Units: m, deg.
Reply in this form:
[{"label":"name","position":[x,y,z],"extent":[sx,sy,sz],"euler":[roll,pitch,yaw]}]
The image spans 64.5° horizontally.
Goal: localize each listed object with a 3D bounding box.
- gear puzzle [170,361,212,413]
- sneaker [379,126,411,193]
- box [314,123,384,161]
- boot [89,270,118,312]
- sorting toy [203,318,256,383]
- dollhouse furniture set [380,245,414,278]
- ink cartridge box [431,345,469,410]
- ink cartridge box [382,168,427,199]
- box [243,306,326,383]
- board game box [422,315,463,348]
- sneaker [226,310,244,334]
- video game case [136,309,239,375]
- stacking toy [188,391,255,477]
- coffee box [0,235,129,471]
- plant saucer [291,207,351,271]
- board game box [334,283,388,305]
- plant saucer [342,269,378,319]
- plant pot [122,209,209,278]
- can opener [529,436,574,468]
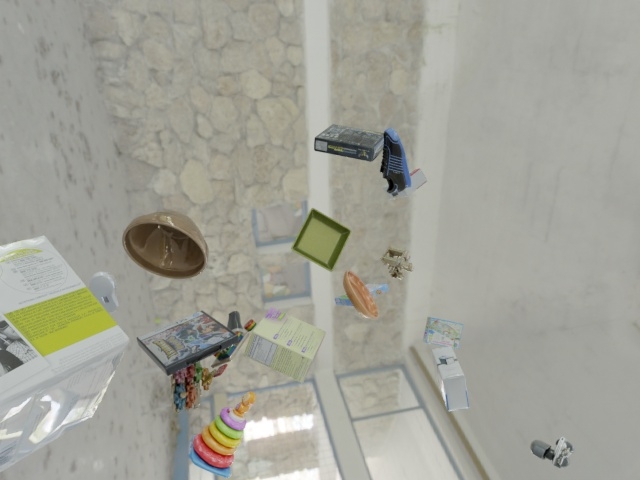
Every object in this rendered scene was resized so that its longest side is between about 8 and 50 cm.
[{"label":"gear puzzle","position":[-0.439,0.503,1.785],"extent":[0.339,0.044,0.176],"euler":[59,24,-75]},{"label":"sneaker","position":[0.251,-0.277,1.794],"extent":[0.081,0.090,0.232],"euler":[-140,-151,-69]},{"label":"box","position":[0.116,-0.368,1.898],"extent":[0.183,0.232,0.059],"euler":[-51,150,-52]},{"label":"boot","position":[-0.862,0.172,2.017],"extent":[0.258,0.095,0.123],"euler":[106,-30,-49]},{"label":"sorting toy","position":[-0.343,0.393,1.837],"extent":[0.132,0.046,0.275],"euler":[-30,-161,43]},{"label":"dollhouse furniture set","position":[0.424,0.123,2.538],"extent":[0.181,0.101,0.161],"euler":[17,-29,45]},{"label":"ink cartridge box","position":[0.462,0.489,1.811],"extent":[0.191,0.082,0.140],"euler":[-93,170,-71]},{"label":"ink cartridge box","position":[0.385,-0.257,2.326],"extent":[0.072,0.127,0.175],"euler":[55,-16,-10]},{"label":"box","position":[-0.129,0.389,1.915],"extent":[0.213,0.242,0.117],"euler":[-53,167,-67]},{"label":"board game box","position":[0.487,0.366,2.010],"extent":[0.026,0.154,0.104],"euler":[-178,-78,-72]},{"label":"sneaker","position":[-0.412,0.430,2.387],"extent":[0.222,0.083,0.118],"euler":[-55,-144,43]},{"label":"video game case","position":[-0.442,0.329,1.677],"extent":[0.274,0.248,0.035],"euler":[17,-59,51]},{"label":"stacking toy","position":[-0.324,0.662,1.801],"extent":[0.302,0.165,0.175],"euler":[-56,-163,4]},{"label":"coffee box","position":[-0.672,0.246,1.044],"extent":[0.334,0.338,0.338],"euler":[44,-57,14]},{"label":"plant saucer","position":[0.000,0.000,1.968],"extent":[0.188,0.188,0.045],"euler":[-63,-168,-14]},{"label":"board game box","position":[0.196,0.258,2.417],"extent":[0.160,0.211,0.039],"euler":[-9,-81,61]},{"label":"plant saucer","position":[0.140,0.200,1.823],"extent":[0.200,0.037,0.200],"euler":[50,16,-21]},{"label":"plant pot","position":[-0.422,-0.005,1.428],"extent":[0.237,0.237,0.110],"euler":[94,3,-46]},{"label":"can opener","position":[0.635,0.562,1.364],"extent":[0.093,0.280,0.074],"euler":[21,-100,38]}]
